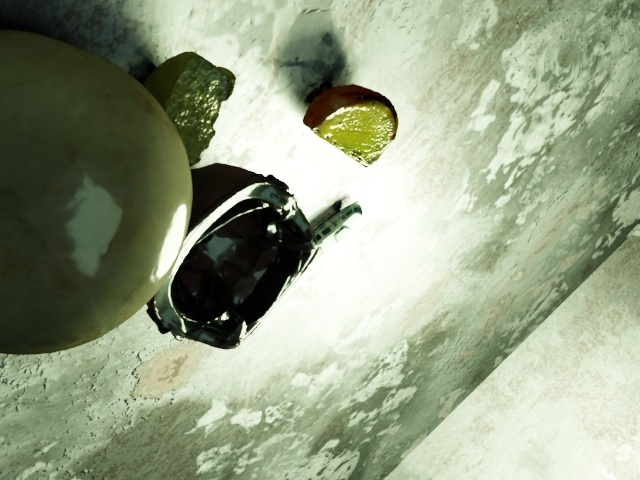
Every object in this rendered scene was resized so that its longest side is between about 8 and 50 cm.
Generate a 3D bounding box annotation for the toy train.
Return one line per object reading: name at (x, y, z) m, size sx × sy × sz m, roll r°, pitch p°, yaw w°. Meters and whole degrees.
toy train at (0.000, 0.000, 1.405) m, size 0.207 × 0.047 × 0.043 m, roll -38°, pitch 146°, yaw -7°

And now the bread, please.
bread at (-0.188, -0.168, 0.970) m, size 0.086 × 0.125 × 0.156 m, roll 28°, pitch 81°, yaw -46°

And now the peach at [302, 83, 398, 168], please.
peach at (0.041, -0.191, 1.207) m, size 0.172 × 0.092 × 0.127 m, roll 0°, pitch 122°, yaw -31°

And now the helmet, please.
helmet at (-0.163, 0.001, 1.101) m, size 0.271 × 0.197 × 0.338 m, roll -50°, pitch 150°, yaw -1°

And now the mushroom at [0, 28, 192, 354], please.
mushroom at (-0.330, -0.055, 0.847) m, size 0.363 × 0.294 × 0.362 m, roll -4°, pitch 113°, yaw -10°
